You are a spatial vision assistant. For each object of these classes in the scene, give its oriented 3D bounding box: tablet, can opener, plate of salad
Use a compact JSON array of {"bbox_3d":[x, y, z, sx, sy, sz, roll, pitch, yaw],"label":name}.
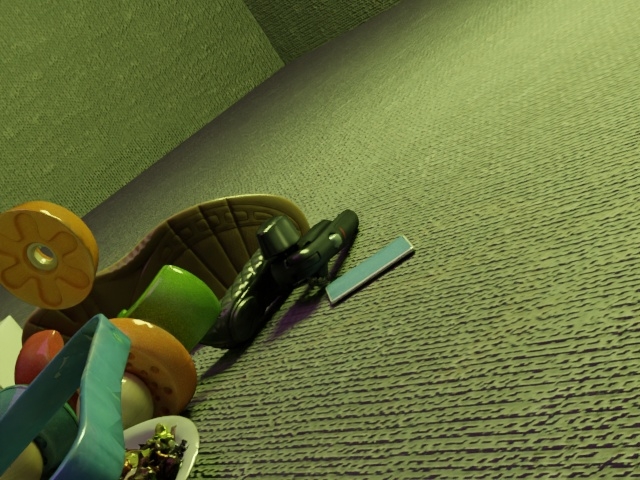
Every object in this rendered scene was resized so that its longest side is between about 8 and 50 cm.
[{"bbox_3d":[0.042,0.025,1.010,0.083,0.006,0.054,-34,12,2],"label":"tablet"},{"bbox_3d":[0.000,0.000,1.103,0.059,0.073,0.186,-14,6,24],"label":"can opener"},{"bbox_3d":[-0.168,0.183,0.807,0.200,0.048,0.200,-33,18,12],"label":"plate of salad"}]

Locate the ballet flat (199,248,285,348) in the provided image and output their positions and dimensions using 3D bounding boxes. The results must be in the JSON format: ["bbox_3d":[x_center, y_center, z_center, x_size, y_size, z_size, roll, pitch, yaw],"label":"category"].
[{"bbox_3d":[-0.062,0.038,1.094,0.049,0.057,0.173,-4,28,28],"label":"ballet flat"}]

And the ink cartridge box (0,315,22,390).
[{"bbox_3d":[-0.437,0.198,1.383,0.219,0.092,0.160,-33,12,7],"label":"ink cartridge box"}]

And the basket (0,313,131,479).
[{"bbox_3d":[-0.200,0.173,0.593,0.289,0.201,0.255,-44,11,0],"label":"basket"}]

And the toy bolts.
[{"bbox_3d":[-0.230,0.109,0.995,0.228,0.218,0.158,-48,10,35],"label":"toy bolts"}]

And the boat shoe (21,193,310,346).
[{"bbox_3d":[-0.150,0.049,1.187,0.302,0.109,0.098,-30,-10,-10],"label":"boat shoe"}]
